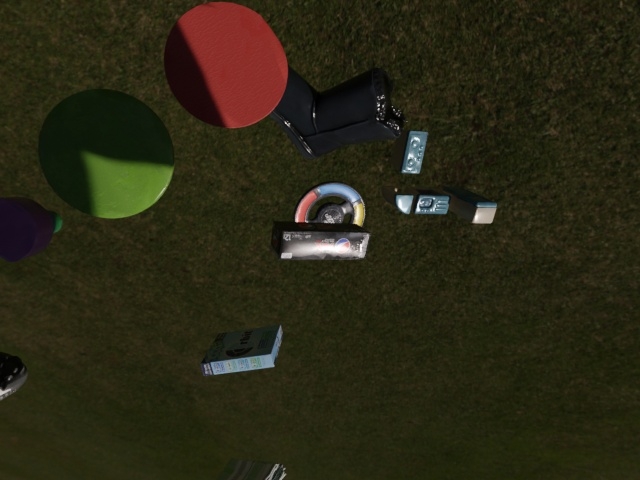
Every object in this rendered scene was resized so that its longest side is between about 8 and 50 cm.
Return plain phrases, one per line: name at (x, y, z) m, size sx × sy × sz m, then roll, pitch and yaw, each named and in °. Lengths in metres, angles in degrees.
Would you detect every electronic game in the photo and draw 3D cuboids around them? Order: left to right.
electronic game at (0.029, -0.075, 1.240) m, size 0.230 × 0.048 × 0.229 m, roll -7°, pitch 120°, yaw -12°

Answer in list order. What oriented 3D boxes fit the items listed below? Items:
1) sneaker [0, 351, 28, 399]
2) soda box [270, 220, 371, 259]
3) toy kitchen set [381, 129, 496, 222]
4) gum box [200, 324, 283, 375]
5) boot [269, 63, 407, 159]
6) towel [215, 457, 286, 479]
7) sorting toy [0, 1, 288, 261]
sneaker at (-0.431, 0.187, 0.396) m, size 0.078 × 0.234 × 0.106 m, roll 40°, pitch 119°, yaw 20°
soda box at (0.000, 0.000, 0.711) m, size 0.169 × 0.060 × 0.053 m, roll 1°, pitch 109°, yaw -24°
toy kitchen set at (0.250, -0.131, 0.808) m, size 0.207 × 0.122 × 0.166 m, roll -1°, pitch 115°, yaw -21°
gum box at (-0.203, 0.289, 1.069) m, size 0.185 × 0.157 × 0.041 m, roll -10°, pitch 105°, yaw 6°
boot at (0.009, -0.250, 0.669) m, size 0.207 × 0.094 × 0.246 m, roll -9°, pitch 138°, yaw 36°
towel at (-0.129, 0.365, 0.580) m, size 0.152 × 0.113 × 0.023 m, roll -27°, pitch 97°, yaw 46°
sorting toy at (-0.200, -0.108, 0.454) m, size 0.366 × 0.126 × 0.127 m, roll -37°, pitch 102°, yaw -1°
